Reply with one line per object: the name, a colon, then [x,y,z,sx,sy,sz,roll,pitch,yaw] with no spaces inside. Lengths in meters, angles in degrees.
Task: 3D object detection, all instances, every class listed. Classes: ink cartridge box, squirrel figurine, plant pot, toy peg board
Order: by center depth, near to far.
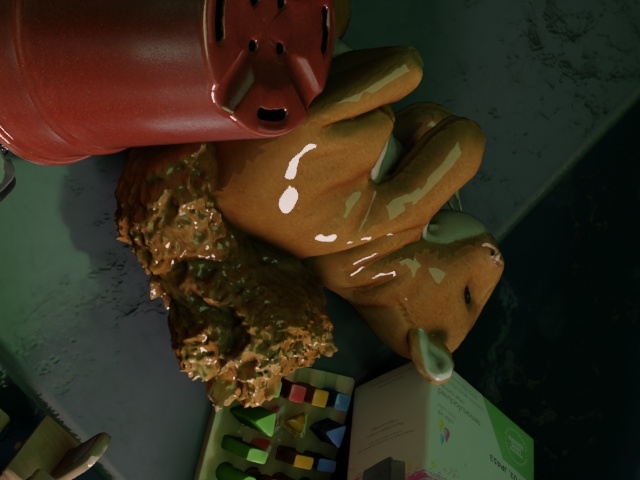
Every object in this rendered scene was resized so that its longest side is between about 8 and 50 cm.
plant pot: [-0.147,-0.198,1.406,0.272,0.265,0.272,-12,105,-55]
squirrel figurine: [0.000,0.000,1.590,0.397,0.281,0.370,-36,120,-8]
ink cartridge box: [0.129,0.326,1.623,0.207,0.119,0.353,41,38,-32]
toy peg board: [-0.036,0.218,1.665,0.160,0.079,0.161,16,88,-28]

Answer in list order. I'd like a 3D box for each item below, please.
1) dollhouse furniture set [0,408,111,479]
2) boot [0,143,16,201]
dollhouse furniture set: [-0.408,0.172,1.378,0.355,0.174,0.303,44,47,-11]
boot: [-0.338,-0.207,1.461,0.222,0.118,0.338,28,89,-34]
